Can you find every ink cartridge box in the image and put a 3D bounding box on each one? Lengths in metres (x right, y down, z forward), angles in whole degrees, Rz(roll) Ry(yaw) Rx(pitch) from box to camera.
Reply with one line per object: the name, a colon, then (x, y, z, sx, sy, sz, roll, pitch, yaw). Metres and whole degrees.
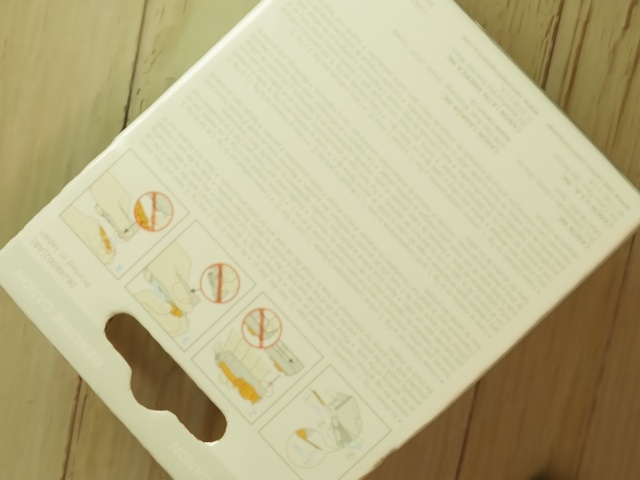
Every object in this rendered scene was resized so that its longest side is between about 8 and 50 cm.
ink cartridge box: (0.000, 0.000, 1.314, 0.385, 0.091, 0.308, -43, 84, 2)

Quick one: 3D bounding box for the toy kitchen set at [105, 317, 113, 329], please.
toy kitchen set: (-0.141, 0.026, 1.382, 0.083, 0.075, 0.068, 41, 134, 9)
